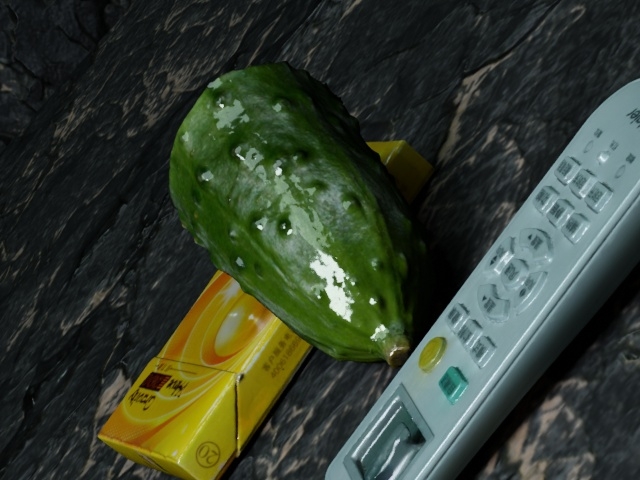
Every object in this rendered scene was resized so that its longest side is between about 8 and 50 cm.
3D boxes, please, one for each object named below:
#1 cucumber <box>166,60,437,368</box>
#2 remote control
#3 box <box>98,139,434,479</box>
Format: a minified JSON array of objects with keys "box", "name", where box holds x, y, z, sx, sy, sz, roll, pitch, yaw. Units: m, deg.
[{"box":[0.003,0.000,1.178,0.134,0.134,0.244,-46,44,11],"name":"cucumber"},{"box":[0.108,0.040,1.013,0.293,0.051,0.103,-51,19,7],"name":"remote control"},{"box":[-0.039,0.045,1.322,0.269,0.043,0.152,-55,22,-14],"name":"box"}]
